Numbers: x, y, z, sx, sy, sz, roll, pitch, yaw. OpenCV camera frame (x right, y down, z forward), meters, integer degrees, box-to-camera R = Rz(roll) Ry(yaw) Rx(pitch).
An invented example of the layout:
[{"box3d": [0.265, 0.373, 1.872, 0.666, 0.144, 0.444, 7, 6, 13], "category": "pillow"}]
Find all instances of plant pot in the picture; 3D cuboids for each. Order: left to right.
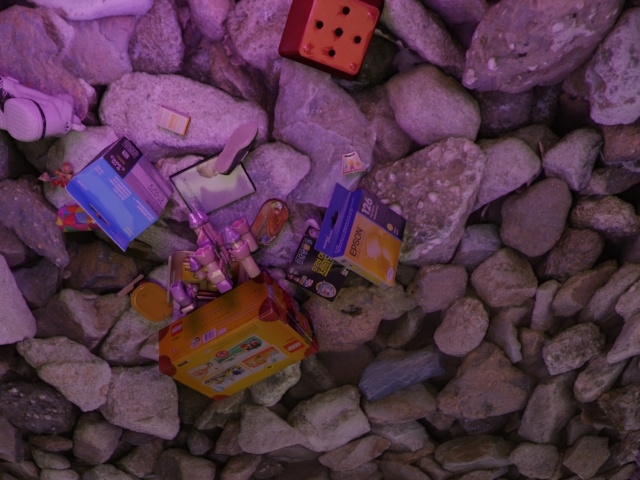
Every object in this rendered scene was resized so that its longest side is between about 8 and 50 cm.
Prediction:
[{"box3d": [0.040, -0.618, 1.361, 0.267, 0.236, 0.268, 15, 115, -14], "category": "plant pot"}]

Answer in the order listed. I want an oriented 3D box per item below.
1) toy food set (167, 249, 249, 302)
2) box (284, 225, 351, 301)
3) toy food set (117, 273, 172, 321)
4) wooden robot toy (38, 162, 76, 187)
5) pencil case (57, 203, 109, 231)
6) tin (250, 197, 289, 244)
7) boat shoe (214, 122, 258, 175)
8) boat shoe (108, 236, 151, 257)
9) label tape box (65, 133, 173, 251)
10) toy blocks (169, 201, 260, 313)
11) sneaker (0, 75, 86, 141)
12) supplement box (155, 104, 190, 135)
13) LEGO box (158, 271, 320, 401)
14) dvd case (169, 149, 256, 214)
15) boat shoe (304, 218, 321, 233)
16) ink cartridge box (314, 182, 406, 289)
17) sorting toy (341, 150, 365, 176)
[{"box3d": [-0.434, 0.163, 1.809, 0.305, 0.092, 0.220, 6, 117, -10], "category": "toy food set"}, {"box3d": [0.003, 0.093, 1.757, 0.216, 0.060, 0.270, 27, 133, 0], "category": "box"}, {"box3d": [-0.680, 0.223, 1.834, 0.128, 0.071, 0.218, -50, 123, -17], "category": "toy food set"}, {"box3d": [-0.855, -0.221, 1.578, 0.173, 0.076, 0.079, 13, 105, -13], "category": "wooden robot toy"}, {"box3d": [-0.796, -0.081, 1.643, 0.236, 0.104, 0.105, -2, 118, -2], "category": "pencil case"}, {"box3d": [-0.191, -0.072, 1.741, 0.106, 0.040, 0.190, 24, 113, -22], "category": "tin"}, {"box3d": [-0.280, -0.308, 1.587, 0.075, 0.065, 0.206, 36, 88, 19], "category": "boat shoe"}, {"box3d": [-0.708, 0.015, 1.735, 0.152, 0.048, 0.056, 21, 126, -9], "category": "boat shoe"}, {"box3d": [-0.616, -0.160, 1.473, 0.115, 0.348, 0.249, -30, 117, 10], "category": "label tape box"}, {"box3d": [-0.394, 0.024, 1.590, 0.308, 0.289, 0.260, -27, 114, 2], "category": "toy blocks"}, {"box3d": [-0.906, -0.417, 1.434, 0.365, 0.210, 0.138, 34, 114, 16], "category": "sneaker"}, {"box3d": [-0.486, -0.396, 1.537, 0.098, 0.036, 0.062, 21, 114, -16], "category": "supplement box"}, {"box3d": [-0.314, 0.393, 1.831, 0.499, 0.193, 0.372, -29, 136, 9], "category": "LEGO box"}, {"box3d": [-0.381, -0.203, 1.659, 0.252, 0.022, 0.180, -24, 118, 7], "category": "dvd case"}, {"box3d": [0.000, 0.000, 1.783, 0.070, 0.077, 0.220, -43, 131, -32], "category": "boat shoe"}, {"box3d": [0.156, -0.027, 1.663, 0.307, 0.304, 0.072, 32, 146, -22], "category": "ink cartridge box"}, {"box3d": [0.110, -0.277, 1.662, 0.083, 0.045, 0.075, -13, 111, 1], "category": "sorting toy"}]
